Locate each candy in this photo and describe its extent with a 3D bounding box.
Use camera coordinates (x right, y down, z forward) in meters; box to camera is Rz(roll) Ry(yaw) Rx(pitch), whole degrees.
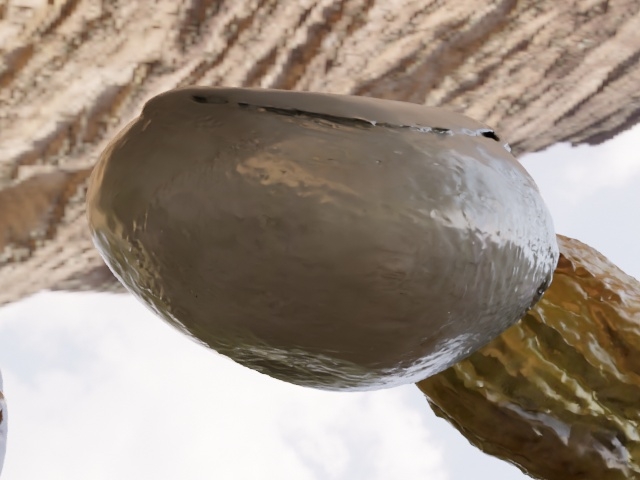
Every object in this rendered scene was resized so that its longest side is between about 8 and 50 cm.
[{"bbox_3d":[0.000,0.000,0.872,0.295,0.295,0.185,12,-80,36],"label":"candy"}]

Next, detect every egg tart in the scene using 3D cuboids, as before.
[{"bbox_3d":[0.191,0.091,1.093,0.153,0.339,0.351,-58,-148,12],"label":"egg tart"}]

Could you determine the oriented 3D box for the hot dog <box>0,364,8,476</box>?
[{"bbox_3d":[-0.365,0.086,0.771,0.365,0.196,0.367,-33,-109,-5],"label":"hot dog"}]
